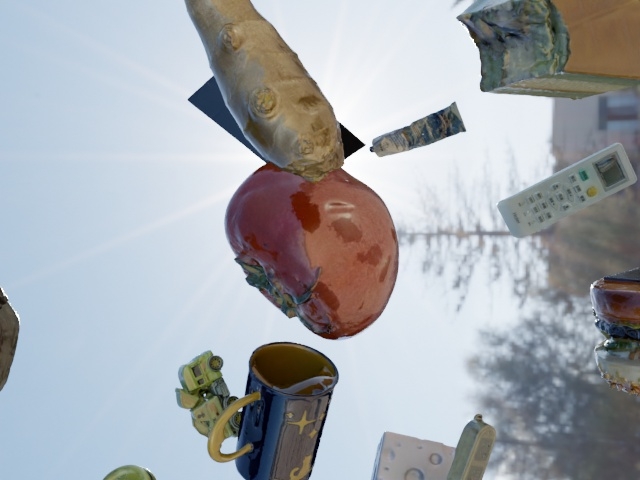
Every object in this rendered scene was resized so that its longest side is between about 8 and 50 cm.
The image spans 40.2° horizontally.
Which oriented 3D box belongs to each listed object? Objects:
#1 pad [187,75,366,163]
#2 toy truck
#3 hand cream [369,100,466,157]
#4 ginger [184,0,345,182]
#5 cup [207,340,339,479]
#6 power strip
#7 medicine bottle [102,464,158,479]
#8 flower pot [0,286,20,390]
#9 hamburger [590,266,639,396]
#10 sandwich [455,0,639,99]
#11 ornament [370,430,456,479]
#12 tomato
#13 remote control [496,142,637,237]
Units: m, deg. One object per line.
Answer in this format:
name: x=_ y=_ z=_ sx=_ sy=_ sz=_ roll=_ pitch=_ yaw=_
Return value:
pad: x=-0.084 y=-0.227 z=1.678 sx=0.300 sy=0.202 sz=0.005 roll=38 pitch=-136 yaw=-23
toy truck: x=-0.238 y=0.336 z=1.842 sx=0.116 sy=0.085 sz=0.191 roll=-24 pitch=-90 yaw=-22
hand cream: x=0.230 y=-0.261 z=2.133 sx=0.075 sy=0.248 sz=0.052 roll=62 pitch=-155 yaw=-19
ginger: x=-0.077 y=-0.263 z=1.298 sx=0.236 sy=0.166 sz=0.375 roll=1 pitch=-108 yaw=-63
cup: x=-0.113 y=0.352 z=1.713 sx=0.178 sy=0.255 sz=0.256 roll=-121 pitch=38 yaw=-57
power strip: x=0.284 y=0.488 z=1.754 sx=0.080 sy=0.048 sz=0.286 roll=22 pitch=-94 yaw=-46
medicine bottle: x=-0.314 y=0.518 z=1.613 sx=0.239 sy=0.124 sz=0.124 roll=69 pitch=-148 yaw=-46
flower pot: x=-0.675 y=0.145 z=1.494 sx=0.213 sy=0.302 sz=0.302 roll=70 pitch=-152 yaw=-69
hamburger: x=0.646 y=0.170 z=1.650 sx=0.291 sy=0.291 sz=0.225 roll=-26 pitch=-72 yaw=-63
sandwich: x=0.319 y=-0.253 z=1.172 sx=0.198 sy=0.155 sz=0.227 roll=-44 pitch=-67 yaw=-28
ornament: x=0.248 y=0.648 z=2.244 sx=0.240 sy=0.240 sz=0.239 roll=92 pitch=-170 yaw=-68
tomato: x=0.000 y=0.000 z=1.549 sx=0.273 sy=0.341 sz=0.341 roll=-46 pitch=-41 yaw=-17
remote control: x=0.537 y=-0.109 z=1.922 sx=0.103 sy=0.293 sz=0.051 roll=58 pitch=-165 yaw=-20
